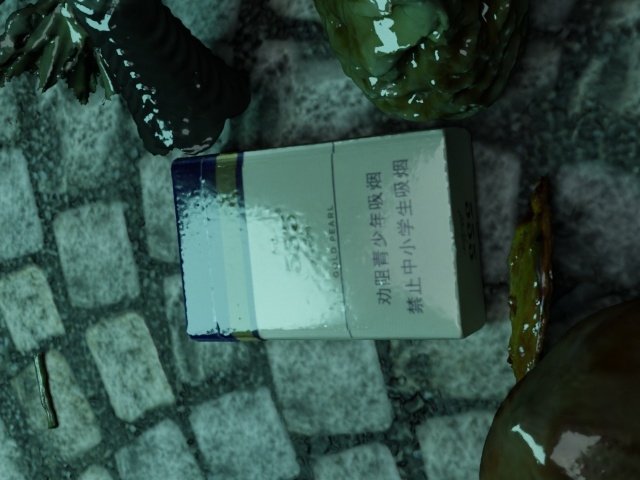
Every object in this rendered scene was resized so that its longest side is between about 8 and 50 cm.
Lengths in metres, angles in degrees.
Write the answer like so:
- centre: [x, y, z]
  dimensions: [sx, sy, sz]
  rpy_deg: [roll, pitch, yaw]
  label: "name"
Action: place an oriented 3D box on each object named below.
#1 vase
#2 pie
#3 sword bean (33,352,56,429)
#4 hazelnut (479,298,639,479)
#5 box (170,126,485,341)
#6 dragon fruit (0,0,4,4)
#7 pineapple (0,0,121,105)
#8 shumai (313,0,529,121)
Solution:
- centre: [-0.159, -0.184, 0.744]
  dimensions: [0.116, 0.115, 0.237]
  rpy_deg: [-8, 136, 28]
  label: "vase"
- centre: [0.155, 0.047, 0.690]
  dimensions: [0.033, 0.088, 0.191]
  rpy_deg: [2, 97, 5]
  label: "pie"
- centre: [-0.292, 0.159, 0.984]
  dimensions: [0.012, 0.012, 0.083]
  rpy_deg: [-11, 92, 28]
  label: "sword bean"
- centre: [0.215, 0.148, 0.613]
  dimensions: [0.186, 0.210, 0.210]
  rpy_deg: [44, 113, 19]
  label: "hazelnut"
- centre: [0.000, 0.000, 0.776]
  dimensions: [0.259, 0.071, 0.168]
  rpy_deg: [-3, 94, 29]
  label: "box"
- centre: [-0.393, -0.330, 0.894]
  dimensions: [0.218, 0.198, 0.272]
  rpy_deg: [-32, 106, 16]
  label: "dragon fruit"
- centre: [-0.197, -0.287, 0.799]
  dimensions: [0.175, 0.175, 0.361]
  rpy_deg: [40, 115, 18]
  label: "pineapple"
- centre: [0.052, -0.211, 0.649]
  dimensions: [0.189, 0.218, 0.255]
  rpy_deg: [-1, 96, 19]
  label: "shumai"
